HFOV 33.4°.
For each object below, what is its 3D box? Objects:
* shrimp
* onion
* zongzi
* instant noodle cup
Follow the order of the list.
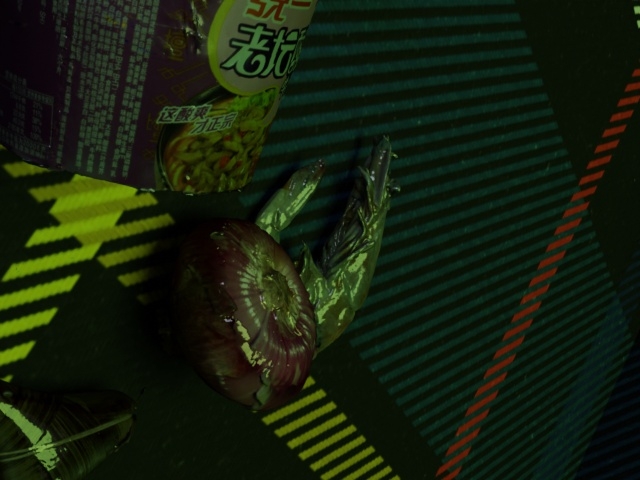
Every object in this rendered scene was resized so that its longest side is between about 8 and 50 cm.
[{"bbox_3d":[0.000,0.000,1.419,0.247,0.085,0.360,44,70,-45],"label":"shrimp"},{"bbox_3d":[-0.107,0.094,1.235,0.230,0.163,0.230,52,19,-27],"label":"onion"},{"bbox_3d":[-0.272,0.164,1.099,0.187,0.084,0.184,-40,123,-49],"label":"zongzi"},{"bbox_3d":[-0.145,-0.201,0.936,0.340,0.340,0.265,-10,119,-53],"label":"instant noodle cup"}]
